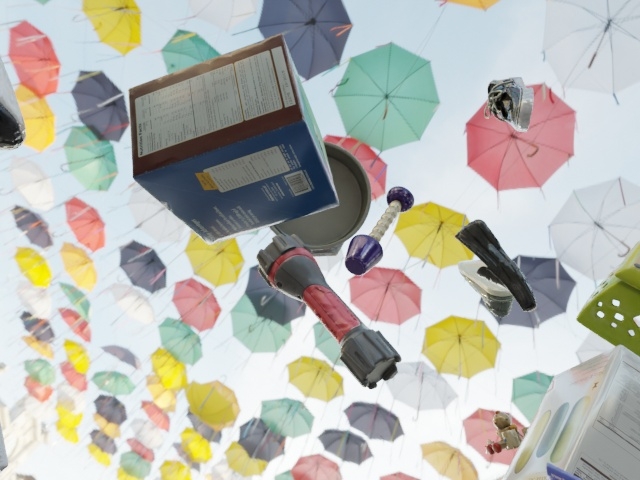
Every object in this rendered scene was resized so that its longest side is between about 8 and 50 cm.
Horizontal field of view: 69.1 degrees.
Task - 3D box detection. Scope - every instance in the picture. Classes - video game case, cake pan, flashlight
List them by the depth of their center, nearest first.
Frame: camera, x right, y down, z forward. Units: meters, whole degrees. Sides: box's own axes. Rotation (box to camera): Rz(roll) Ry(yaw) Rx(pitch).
[{"bbox_3d":[0.005,0.111,0.789,0.304,0.103,0.103,46,-34,36],"label":"flashlight"},{"bbox_3d":[-0.015,-0.116,1.213,0.293,0.293,0.054,31,-11,4],"label":"cake pan"},{"bbox_3d":[0.000,0.000,1.584,0.183,0.023,0.201,-3,-32,-20],"label":"video game case"}]

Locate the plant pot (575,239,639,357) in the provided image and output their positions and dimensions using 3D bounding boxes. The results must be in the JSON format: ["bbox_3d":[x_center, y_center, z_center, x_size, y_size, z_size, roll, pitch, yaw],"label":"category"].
[{"bbox_3d":[0.806,0.140,1.124,0.228,0.227,0.207,35,-42,30],"label":"plant pot"}]

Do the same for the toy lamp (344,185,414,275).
[{"bbox_3d":[0.130,-0.025,1.027,0.080,0.275,0.080,17,-47,19],"label":"toy lamp"}]

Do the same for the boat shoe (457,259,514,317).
[{"bbox_3d":[0.517,0.142,1.473,0.116,0.319,0.099,-8,-75,-1],"label":"boat shoe"}]

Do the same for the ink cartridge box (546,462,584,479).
[{"bbox_3d":[0.230,0.365,0.355,0.186,0.065,0.311,176,-84,-70],"label":"ink cartridge box"}]

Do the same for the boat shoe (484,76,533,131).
[{"bbox_3d":[0.502,-0.377,1.254,0.105,0.306,0.113,4,-52,11],"label":"boat shoe"}]

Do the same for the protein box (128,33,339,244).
[{"bbox_3d":[-0.103,-0.115,0.605,0.201,0.136,0.200,-16,-26,7],"label":"protein box"}]

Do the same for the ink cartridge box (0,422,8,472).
[{"bbox_3d":[-0.802,0.306,0.891,0.151,0.270,0.395,-40,-119,13],"label":"ink cartridge box"}]

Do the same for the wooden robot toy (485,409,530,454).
[{"bbox_3d":[0.380,0.393,0.965,0.076,0.079,0.173,-6,-30,-18],"label":"wooden robot toy"}]

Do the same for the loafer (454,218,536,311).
[{"bbox_3d":[0.369,0.058,0.981,0.078,0.076,0.223,-36,-115,16],"label":"loafer"}]

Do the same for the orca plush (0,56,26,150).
[{"bbox_3d":[-0.363,-0.195,0.410,0.151,0.102,0.287,-28,-96,53],"label":"orca plush"}]

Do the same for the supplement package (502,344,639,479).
[{"bbox_3d":[0.456,0.349,0.730,0.198,0.263,0.199,37,-28,14],"label":"supplement package"}]
